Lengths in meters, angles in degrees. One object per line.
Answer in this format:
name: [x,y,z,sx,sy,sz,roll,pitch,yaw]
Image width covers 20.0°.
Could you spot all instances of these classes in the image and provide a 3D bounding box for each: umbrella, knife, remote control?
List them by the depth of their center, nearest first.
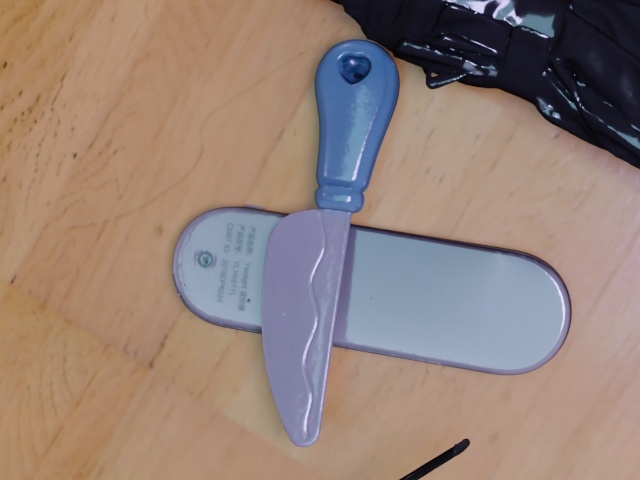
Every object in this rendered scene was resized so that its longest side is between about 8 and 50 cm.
umbrella: [0.100,-0.123,1.048,0.340,0.118,0.118,20,95,15]
knife: [-0.002,-0.001,1.079,0.058,0.032,0.244,13,86,9]
remote control: [0.029,0.029,1.096,0.245,0.022,0.077,9,91,11]

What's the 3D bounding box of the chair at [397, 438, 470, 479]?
chair: [0.014,0.253,1.043,0.159,0.172,0.247,55,143,4]
